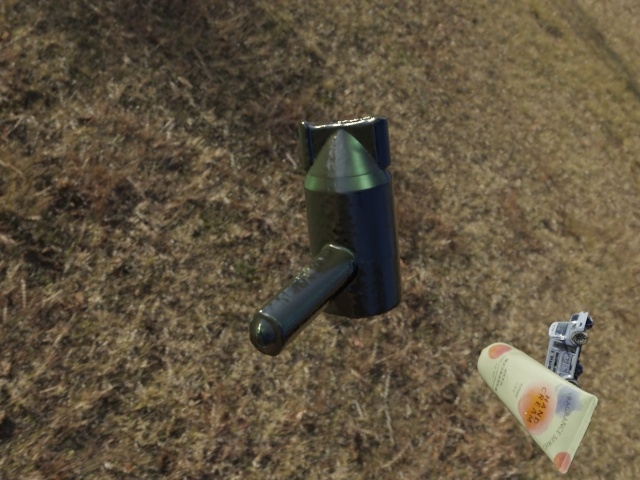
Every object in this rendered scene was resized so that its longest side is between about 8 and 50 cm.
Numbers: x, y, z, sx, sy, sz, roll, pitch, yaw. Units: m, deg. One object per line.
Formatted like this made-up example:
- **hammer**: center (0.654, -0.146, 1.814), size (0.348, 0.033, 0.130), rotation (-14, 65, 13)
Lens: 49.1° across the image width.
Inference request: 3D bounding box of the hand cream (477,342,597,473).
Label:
- **hand cream**: center (0.344, 0.251, 1.167), size (0.077, 0.124, 0.341), rotation (20, 7, -12)

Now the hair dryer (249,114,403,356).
- **hair dryer**: center (0.000, 0.000, 0.794), size (0.302, 0.116, 0.244), rotation (-44, 130, -58)

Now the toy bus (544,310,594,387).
- **toy bus**: center (0.483, 0.218, 1.375), size (0.073, 0.076, 0.167), rotation (-39, 136, -54)
